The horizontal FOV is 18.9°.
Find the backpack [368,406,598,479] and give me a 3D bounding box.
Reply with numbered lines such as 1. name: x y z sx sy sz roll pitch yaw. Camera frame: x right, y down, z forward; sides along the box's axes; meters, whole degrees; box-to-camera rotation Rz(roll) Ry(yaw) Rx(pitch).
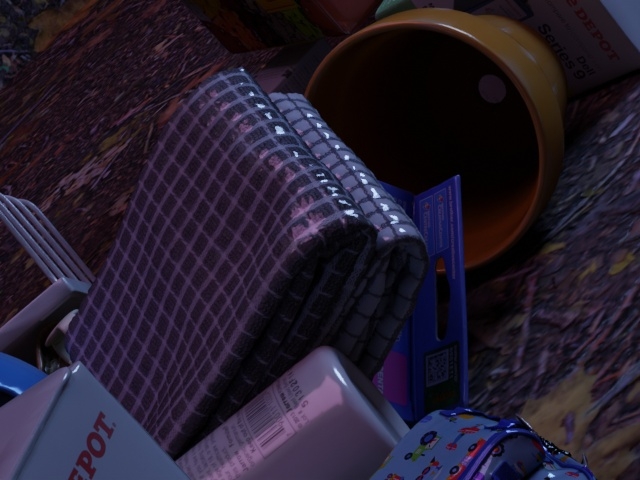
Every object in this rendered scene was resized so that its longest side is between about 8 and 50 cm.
1. backpack: 0.098 0.176 1.025 0.158 0.117 0.173 -46 21 -13

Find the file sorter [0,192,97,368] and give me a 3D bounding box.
1. file sorter: -0.347 0.056 1.958 0.193 0.173 0.277 -41 -6 1

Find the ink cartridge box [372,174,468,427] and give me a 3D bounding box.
1. ink cartridge box: -0.017 0.070 1.460 0.311 0.065 0.186 -20 60 43

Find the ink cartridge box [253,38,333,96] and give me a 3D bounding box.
1. ink cartridge box: -0.035 -0.172 2.198 0.180 0.060 0.104 -48 18 -20

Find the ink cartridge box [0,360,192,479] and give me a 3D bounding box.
1. ink cartridge box: -0.103 0.239 0.993 0.121 0.289 0.211 -31 20 27

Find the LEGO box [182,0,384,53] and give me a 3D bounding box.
1. LEGO box: 0.063 -0.447 2.107 0.500 0.193 0.372 -48 17 -14

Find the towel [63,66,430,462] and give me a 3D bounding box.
1. towel: -0.070 0.047 1.384 0.284 0.121 0.235 -59 39 16

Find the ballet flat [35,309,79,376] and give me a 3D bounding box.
1. ballet flat: -0.180 0.115 1.711 0.116 0.124 0.342 -46 19 -15

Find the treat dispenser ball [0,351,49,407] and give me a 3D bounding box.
1. treat dispenser ball: -0.281 0.218 1.405 0.288 0.288 0.288 -36 18 14

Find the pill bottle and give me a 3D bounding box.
1. pill bottle: -0.043 0.186 1.256 0.229 0.131 0.131 -39 18 5

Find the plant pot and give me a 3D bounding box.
1. plant pot: 0.111 -0.098 1.550 0.205 0.205 0.188 -30 5 30

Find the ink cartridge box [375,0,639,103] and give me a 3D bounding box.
1. ink cartridge box: 0.179 -0.200 1.682 0.212 0.154 0.093 -22 25 43
